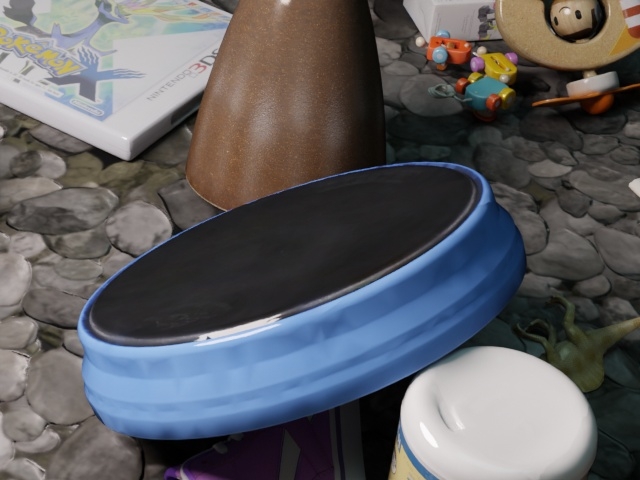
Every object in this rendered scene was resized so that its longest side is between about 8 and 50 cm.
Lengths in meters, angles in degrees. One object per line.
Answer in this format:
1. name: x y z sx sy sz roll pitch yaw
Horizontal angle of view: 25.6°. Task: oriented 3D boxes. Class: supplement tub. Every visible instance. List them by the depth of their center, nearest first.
1. supplement tub: 0.121 0.195 1.071 0.144 0.199 0.144 5 38 -4

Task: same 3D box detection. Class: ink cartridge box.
1. ink cartridge box: 0.210 -0.310 1.822 0.181 0.061 0.104 -6 41 -16

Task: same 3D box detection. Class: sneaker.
1. sneaker: -0.048 0.158 1.174 0.161 0.102 0.282 0 39 -4

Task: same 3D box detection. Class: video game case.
1. video game case: -0.267 -0.233 1.671 0.329 0.036 0.300 24 42 21

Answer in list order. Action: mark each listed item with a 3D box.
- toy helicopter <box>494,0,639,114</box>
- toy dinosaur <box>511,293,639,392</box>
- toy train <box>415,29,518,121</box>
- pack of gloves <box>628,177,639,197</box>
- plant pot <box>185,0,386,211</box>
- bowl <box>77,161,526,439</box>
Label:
1. toy helicopter: 0.381 -0.245 1.685 0.355 0.235 0.140 13 -5 -5
2. toy dinosaur: 0.240 0.101 1.341 0.183 0.053 0.092 -30 67 -28
3. toy train: 0.173 -0.192 1.687 0.125 0.046 0.166 6 36 1
4. pack of gloves: 0.486 -0.030 1.533 0.195 0.046 0.232 -15 44 -24
5. plant pot: -0.025 -0.166 1.447 0.215 0.230 0.215 5 30 -3
6. bowl: -0.023 0.036 1.191 0.391 0.077 0.391 -18 16 5
